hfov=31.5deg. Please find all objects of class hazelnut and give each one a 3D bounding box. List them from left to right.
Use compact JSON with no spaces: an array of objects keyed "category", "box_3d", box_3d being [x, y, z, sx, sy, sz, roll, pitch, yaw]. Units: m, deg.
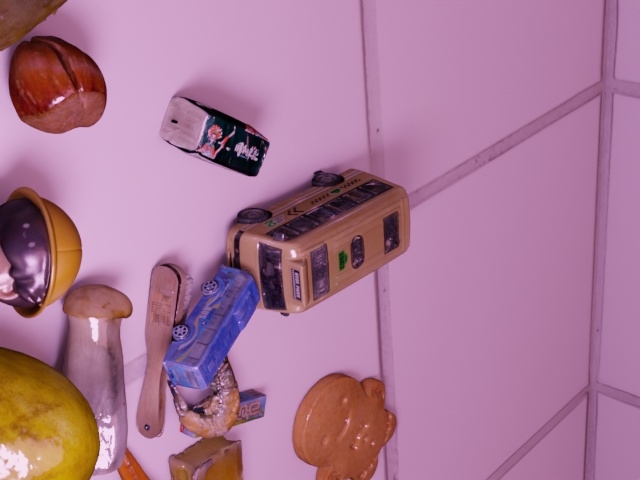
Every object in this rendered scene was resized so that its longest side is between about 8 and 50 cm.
[{"category":"hazelnut","box_3d":[-0.385,-0.229,1.658,0.154,0.143,0.143,0,105,-59]}]

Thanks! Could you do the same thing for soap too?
[{"category":"soap","box_3d":[-0.214,0.497,2.206,0.135,0.076,0.233,-29,125,-43]}]

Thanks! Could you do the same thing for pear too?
[{"category":"pear","box_3d":[-0.483,0.279,1.624,0.287,0.287,0.375,-52,134,-24]}]

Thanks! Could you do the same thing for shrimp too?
[{"category":"shrimp","box_3d":[-0.216,0.262,2.099,0.150,0.051,0.217,-18,99,-42]}]

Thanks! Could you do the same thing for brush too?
[{"category":"brush","box_3d":[-0.275,0.195,2.021,0.065,0.070,0.327,-14,117,-59]}]

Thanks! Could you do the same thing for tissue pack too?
[{"category":"tissue pack","box_3d":[-0.180,-0.177,1.948,0.170,0.103,0.090,17,98,-52]}]

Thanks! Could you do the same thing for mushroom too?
[{"category":"mushroom","box_3d":[-0.382,0.237,1.854,0.159,0.122,0.328,-15,116,-58]}]

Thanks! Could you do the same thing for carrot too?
[{"category":"carrot","box_3d":[-0.320,0.456,2.070,0.066,0.062,0.271,-49,137,-19]}]

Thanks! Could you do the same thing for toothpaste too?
[{"category":"toothpaste","box_3d":[-0.187,0.344,2.199,0.193,0.044,0.070,-9,110,-49]}]

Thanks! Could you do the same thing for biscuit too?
[{"category":"biscuit","box_3d":[0.060,0.423,2.535,0.275,0.052,0.355,-61,142,-14]}]

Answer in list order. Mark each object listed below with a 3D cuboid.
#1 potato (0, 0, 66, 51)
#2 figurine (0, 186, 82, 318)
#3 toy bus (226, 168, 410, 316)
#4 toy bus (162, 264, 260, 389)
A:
[{"category":"potato","box_3d":[-0.422,-0.368,1.510,0.307,0.173,0.210,-40,131,-31]},{"category":"figurine","box_3d":[-0.468,0.038,1.634,0.257,0.192,0.167,-26,155,-15]},{"category":"toy bus","box_3d":[0.000,0.000,2.163,0.365,0.202,0.177,-29,126,-40]},{"category":"toy bus","box_3d":[-0.188,0.152,1.989,0.079,0.094,0.236,81,31,-47]}]
